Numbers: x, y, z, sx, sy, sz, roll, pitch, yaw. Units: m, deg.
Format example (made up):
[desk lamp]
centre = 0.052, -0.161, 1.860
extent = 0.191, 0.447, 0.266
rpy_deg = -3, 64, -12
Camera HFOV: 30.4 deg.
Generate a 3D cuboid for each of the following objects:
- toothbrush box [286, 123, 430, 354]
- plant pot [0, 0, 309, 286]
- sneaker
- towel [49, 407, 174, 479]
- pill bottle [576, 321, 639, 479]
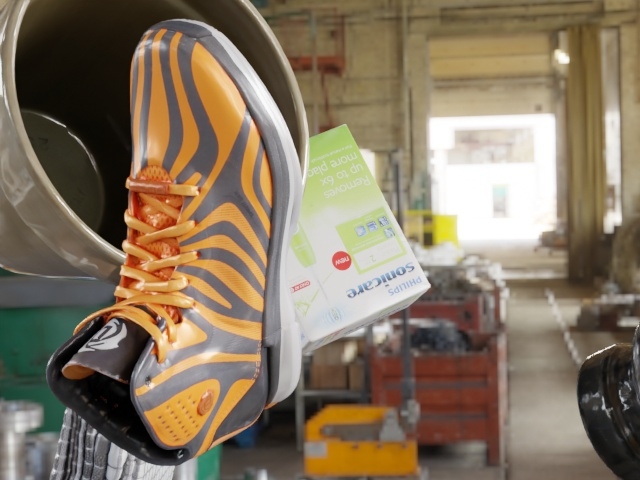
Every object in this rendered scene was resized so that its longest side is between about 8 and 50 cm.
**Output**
[toothbrush box]
centre = 0.000, 0.000, 1.766
extent = 0.206, 0.283, 0.122
rpy_deg = -22, -10, -18
[plant pot]
centre = -0.218, -0.085, 1.140
extent = 0.323, 0.323, 0.280
rpy_deg = -3, -13, -42
[sneaker]
centre = -0.105, 0.019, 0.820
extent = 0.125, 0.321, 0.180
rpy_deg = 7, 27, 36
[towel]
centre = -0.250, 0.277, 1.377
extent = 0.121, 0.283, 0.235
rpy_deg = 12, 7, 3
[pill bottle]
centre = 0.273, 0.076, 0.723
extent = 0.123, 0.122, 0.219
rpy_deg = -3, -21, -47
